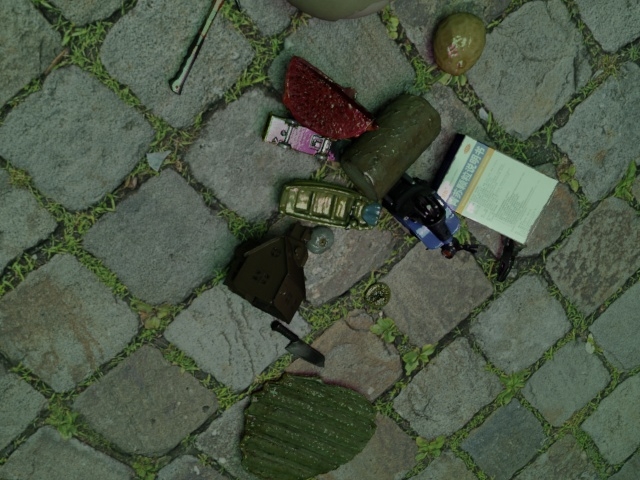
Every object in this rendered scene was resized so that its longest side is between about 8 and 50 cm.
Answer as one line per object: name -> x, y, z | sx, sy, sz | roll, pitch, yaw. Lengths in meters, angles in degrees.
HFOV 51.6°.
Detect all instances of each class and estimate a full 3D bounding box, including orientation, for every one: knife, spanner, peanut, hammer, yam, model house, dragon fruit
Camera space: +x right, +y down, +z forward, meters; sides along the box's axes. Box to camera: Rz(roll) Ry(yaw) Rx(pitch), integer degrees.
knife -> -0.064, 0.310, 1.919 | 0.060, 0.028, 0.230 | -42, 119, 14
spanner -> 0.584, -0.027, 1.957 | 0.040, 0.095, 0.325 | 10, 105, -22
peanut -> 0.358, -0.505, 1.708 | 0.140, 0.109, 0.159 | 0, 106, -9
hammer -> -0.283, -0.479, 1.559 | 0.111, 0.033, 0.288 | 26, 100, -23
yam -> 0.175, -0.239, 1.699 | 0.268, 0.161, 0.161 | -49, 117, -16
model house -> -0.117, 0.054, 1.729 | 0.243, 0.204, 0.211 | -60, 160, -14
dragon fruit -> 0.021, -0.329, 1.641 | 0.274, 0.161, 0.126 | 39, 112, 2

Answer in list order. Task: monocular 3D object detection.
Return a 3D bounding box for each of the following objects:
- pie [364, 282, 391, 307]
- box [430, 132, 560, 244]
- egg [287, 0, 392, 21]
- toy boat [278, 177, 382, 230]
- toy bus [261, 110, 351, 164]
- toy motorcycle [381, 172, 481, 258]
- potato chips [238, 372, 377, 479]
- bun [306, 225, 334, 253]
pie -> 0.168, 0.162, 1.936 | 0.083, 0.021, 0.084 | -6, 111, -16
box -> 0.473, -0.143, 1.834 | 0.299, 0.106, 0.200 | 25, 101, -5
egg -> 0.032, -0.630, 1.470 | 0.336, 0.278, 0.278 | 30, 98, -24
toy boat -> 0.021, -0.096, 1.768 | 0.276, 0.084, 0.111 | 9, 109, -17
toy bus -> -0.035, -0.261, 1.692 | 0.226, 0.074, 0.081 | 12, 106, -21
toy motorcycle -> 0.270, -0.063, 1.708 | 0.125, 0.358, 0.213 | -42, 107, 2
potato chips -> -0.038, 0.577, 1.995 | 0.429, 0.070, 0.359 | 24, 98, -24
bun -> 0.000, 0.000, 1.812 | 0.083, 0.045, 0.083 | -8, 114, -18
